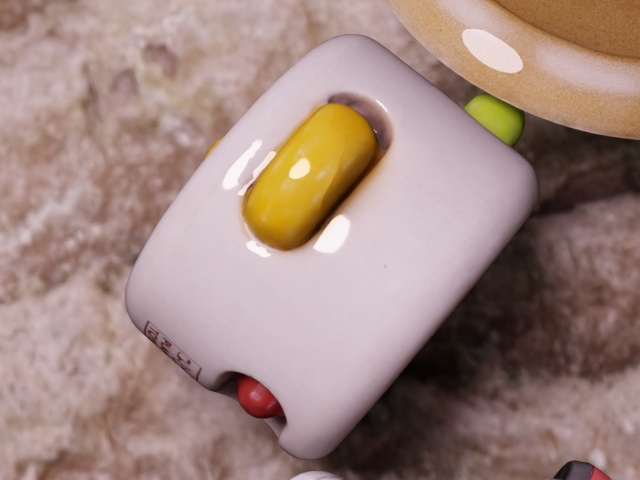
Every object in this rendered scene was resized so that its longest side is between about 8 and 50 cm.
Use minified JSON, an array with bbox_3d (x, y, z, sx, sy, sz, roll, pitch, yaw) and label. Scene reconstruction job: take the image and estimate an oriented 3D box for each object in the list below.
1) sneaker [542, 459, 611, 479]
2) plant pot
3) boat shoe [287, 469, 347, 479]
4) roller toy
[{"bbox_3d":[0.118,0.257,0.837,0.135,0.097,0.276,28,77,3],"label":"sneaker"},{"bbox_3d":[0.142,-0.147,0.889,0.236,0.032,0.236,11,45,-11],"label":"plant pot"},{"bbox_3d":[-0.015,0.274,0.798,0.103,0.118,0.320,10,80,29],"label":"boat shoe"},{"bbox_3d":[0.000,0.000,0.827,0.146,0.209,0.191,39,119,4],"label":"roller toy"}]
